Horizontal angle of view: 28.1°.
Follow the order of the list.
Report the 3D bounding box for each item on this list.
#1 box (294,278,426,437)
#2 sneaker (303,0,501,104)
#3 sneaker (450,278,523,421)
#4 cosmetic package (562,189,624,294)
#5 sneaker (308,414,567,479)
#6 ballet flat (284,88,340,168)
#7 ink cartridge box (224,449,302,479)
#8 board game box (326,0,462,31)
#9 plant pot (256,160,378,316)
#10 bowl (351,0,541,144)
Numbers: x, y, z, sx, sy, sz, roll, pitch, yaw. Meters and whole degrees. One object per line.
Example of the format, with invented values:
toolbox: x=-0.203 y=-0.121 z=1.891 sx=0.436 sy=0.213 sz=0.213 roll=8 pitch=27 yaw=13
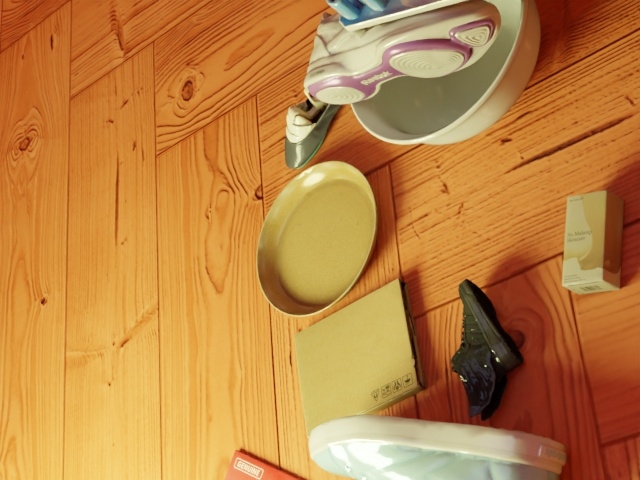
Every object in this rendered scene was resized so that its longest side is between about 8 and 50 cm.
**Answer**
box: x=0.050 y=0.164 z=1.749 sx=0.201 sy=0.021 sz=0.165 roll=-31 pitch=53 yaw=33
sneaker: x=0.095 y=-0.275 z=1.633 sx=0.305 sy=0.114 sz=0.152 roll=-11 pitch=66 yaw=42
sneaker: x=0.191 y=0.134 z=1.598 sx=0.089 sy=0.051 sz=0.170 roll=-42 pitch=51 yaw=18
cosmetic package: x=0.326 y=0.002 z=1.529 sx=0.060 sy=0.041 sz=0.115 roll=-12 pitch=64 yaw=42
sneaker: x=0.117 y=0.297 z=1.540 sx=0.365 sy=0.135 sz=0.150 roll=-5 pitch=66 yaw=45
ballet flat: x=-0.009 y=-0.202 z=1.936 sx=0.203 sy=0.074 sz=0.074 roll=-53 pitch=44 yaw=14
ink cartridge box: x=-0.090 y=0.443 z=1.733 sx=0.296 sy=0.066 sz=0.261 roll=14 pitch=83 yaw=47
board game box: x=0.196 y=-0.465 z=1.542 sx=0.390 sy=0.050 sz=0.390 roll=-8 pitch=60 yaw=42
plant pot: x=0.000 y=0.000 z=1.865 sx=0.236 sy=0.032 sz=0.236 roll=-20 pitch=60 yaw=38
bowl: x=0.186 y=-0.247 z=1.712 sx=0.297 sy=0.134 sz=0.298 roll=-20 pitch=60 yaw=38
